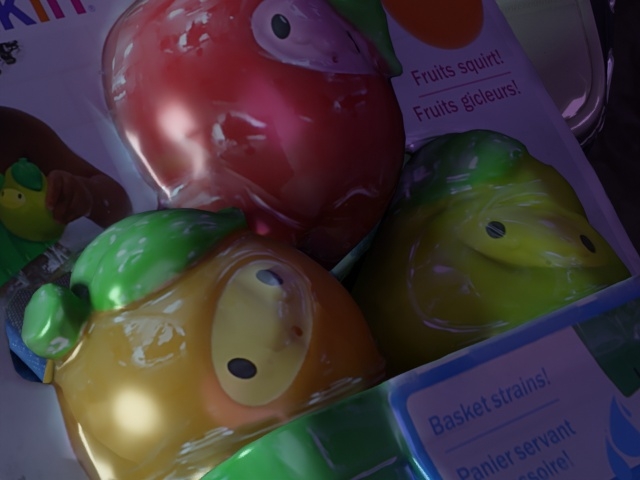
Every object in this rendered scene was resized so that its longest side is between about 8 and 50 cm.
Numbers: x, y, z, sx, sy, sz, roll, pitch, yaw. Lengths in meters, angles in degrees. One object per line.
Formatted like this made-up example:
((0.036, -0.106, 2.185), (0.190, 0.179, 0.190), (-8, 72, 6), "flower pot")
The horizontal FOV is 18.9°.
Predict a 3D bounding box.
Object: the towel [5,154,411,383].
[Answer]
((-0.055, -0.052, 0.771), (0.209, 0.034, 0.285), (48, 49, -15), "towel")

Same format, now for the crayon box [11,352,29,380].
((-0.166, 0.141, 0.706), (0.165, 0.081, 0.278), (-21, 88, -25), "crayon box")

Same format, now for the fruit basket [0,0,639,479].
((0.000, 0.000, 0.666), (0.327, 0.165, 0.353), (-18, 81, -41), "fruit basket")

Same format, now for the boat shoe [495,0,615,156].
((0.102, -0.127, 0.901), (0.075, 0.065, 0.206), (-5, 66, 11), "boat shoe")
